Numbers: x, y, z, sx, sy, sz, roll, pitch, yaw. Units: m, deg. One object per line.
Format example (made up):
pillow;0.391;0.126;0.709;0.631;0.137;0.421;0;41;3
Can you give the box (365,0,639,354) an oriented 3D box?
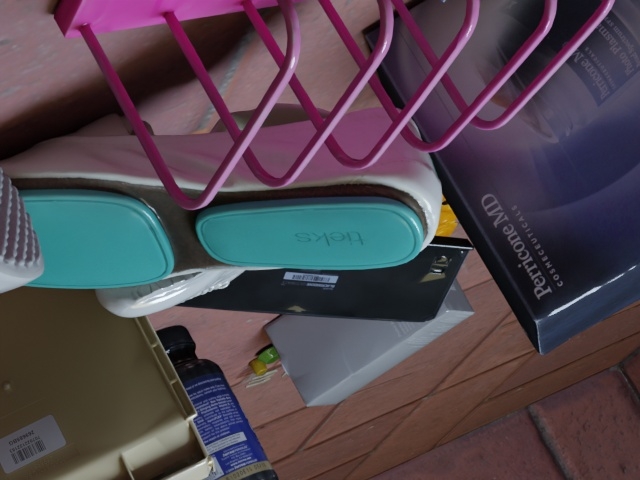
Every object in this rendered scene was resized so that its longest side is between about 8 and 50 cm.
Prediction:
box;0.240;-0.105;1.228;0.294;0.296;0.183;-31;163;3

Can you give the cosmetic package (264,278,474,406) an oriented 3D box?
cosmetic package;0.061;0.104;1.826;0.238;0.127;0.107;-35;162;22

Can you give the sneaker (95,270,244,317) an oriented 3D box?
sneaker;-0.104;0.012;1.218;0.235;0.090;0.095;-37;152;-43

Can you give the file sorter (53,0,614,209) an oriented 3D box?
file sorter;0.018;-0.157;0.923;0.290;0.182;0.202;-16;158;-37

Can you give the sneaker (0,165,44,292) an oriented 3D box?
sneaker;-0.322;-0.025;0.874;0.150;0.135;0.366;-27;155;17

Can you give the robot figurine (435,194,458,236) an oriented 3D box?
robot figurine;0.082;-0.038;1.528;0.211;0.085;0.291;-23;162;-22

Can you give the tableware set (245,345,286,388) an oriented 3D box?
tableware set;-0.037;0.159;2.004;0.154;0.024;0.104;-14;154;-37

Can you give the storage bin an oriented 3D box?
storage bin;-0.258;0.143;1.208;0.262;0.260;0.123;-25;158;-14

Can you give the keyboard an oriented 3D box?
keyboard;0.000;0.000;1.393;0.317;0.033;0.201;5;133;-21

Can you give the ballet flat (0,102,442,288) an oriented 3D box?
ballet flat;-0.105;-0.041;1.086;0.400;0.139;0.139;-2;166;10

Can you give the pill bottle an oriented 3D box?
pill bottle;-0.149;0.216;1.646;0.122;0.219;0.123;-26;163;-9
